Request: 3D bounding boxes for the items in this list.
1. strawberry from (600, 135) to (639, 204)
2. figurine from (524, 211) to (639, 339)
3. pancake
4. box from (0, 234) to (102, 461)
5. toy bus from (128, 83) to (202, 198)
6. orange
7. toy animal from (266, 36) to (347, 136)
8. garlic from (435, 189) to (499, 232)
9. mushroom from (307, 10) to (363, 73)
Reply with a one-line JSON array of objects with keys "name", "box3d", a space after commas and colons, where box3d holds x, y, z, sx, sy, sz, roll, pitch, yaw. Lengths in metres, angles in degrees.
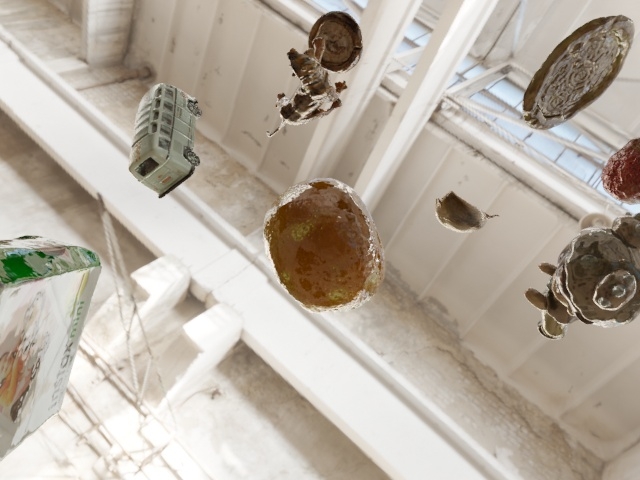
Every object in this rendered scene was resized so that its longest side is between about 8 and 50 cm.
[{"name": "strawberry", "box3d": [0.490, -0.109, 0.815, 0.106, 0.106, 0.106, 20, -55, 30]}, {"name": "figurine", "box3d": [0.605, 0.111, 1.195, 0.203, 0.248, 0.381, 31, -28, 9]}, {"name": "pancake", "box3d": [0.503, -0.320, 1.023, 0.031, 0.250, 0.250, 58, -39, 34]}, {"name": "box", "box3d": [-0.273, 0.085, 0.418, 0.103, 0.250, 0.180, 17, -91, -6]}, {"name": "toy bus", "box3d": [-0.247, -0.168, 0.829, 0.087, 0.194, 0.089, -29, -41, 28]}, {"name": "orange", "box3d": [-0.002, -0.005, 0.836, 0.158, 0.179, 0.237, 65, 4, -50]}, {"name": "toy animal", "box3d": [-0.040, -0.248, 0.966, 0.114, 0.116, 0.255, 43, -37, -4]}, {"name": "garlic", "box3d": [0.332, -0.055, 1.220, 0.152, 0.066, 0.084, 30, -74, 0]}, {"name": "mushroom", "box3d": [0.033, -0.395, 1.045, 0.123, 0.052, 0.123, 15, -47, 17]}]
